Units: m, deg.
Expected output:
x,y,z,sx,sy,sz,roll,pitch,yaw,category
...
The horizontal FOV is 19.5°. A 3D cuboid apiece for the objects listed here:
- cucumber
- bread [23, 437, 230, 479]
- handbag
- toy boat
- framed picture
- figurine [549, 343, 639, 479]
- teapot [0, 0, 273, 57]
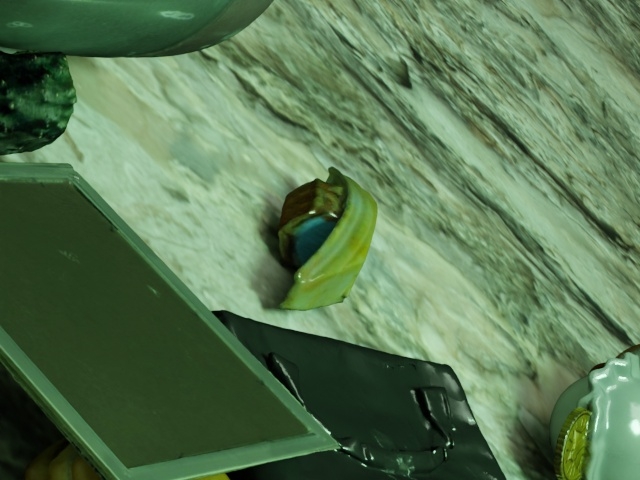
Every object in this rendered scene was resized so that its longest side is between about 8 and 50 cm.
x,y,z,sx,sy,sz,roll,pitch,yaw,category
-0.221,-0.069,1.009,0.211,0.078,0.062,-17,102,-62,cucumber
-0.069,0.179,0.957,0.116,0.077,0.200,-6,62,-54,bread
0.036,0.165,1.147,0.275,0.088,0.244,14,43,-51,handbag
0.000,0.000,1.326,0.066,0.065,0.172,26,29,-8,toy boat
-0.124,0.040,1.004,0.252,0.014,0.197,45,23,23,framed picture
0.266,0.156,1.525,0.143,0.143,0.271,58,22,7,figurine
-0.208,-0.244,1.114,0.315,0.233,0.312,32,20,24,teapot
